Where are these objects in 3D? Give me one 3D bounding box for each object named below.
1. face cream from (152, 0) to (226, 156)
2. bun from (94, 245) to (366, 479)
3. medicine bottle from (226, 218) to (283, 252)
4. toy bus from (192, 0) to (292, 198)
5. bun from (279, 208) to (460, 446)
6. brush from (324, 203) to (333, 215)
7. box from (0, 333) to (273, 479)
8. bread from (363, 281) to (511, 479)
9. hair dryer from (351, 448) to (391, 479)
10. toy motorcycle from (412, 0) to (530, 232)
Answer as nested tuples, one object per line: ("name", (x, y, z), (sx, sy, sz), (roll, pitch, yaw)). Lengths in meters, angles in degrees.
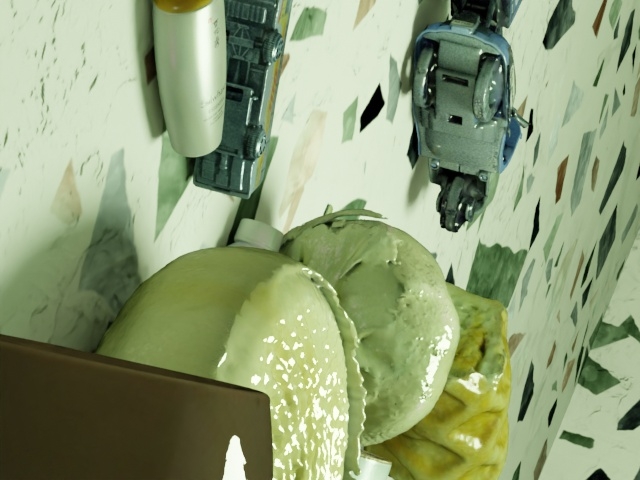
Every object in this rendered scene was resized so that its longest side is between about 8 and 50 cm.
("face cream", (-0.104, -0.150, 1.414), (0.072, 0.051, 0.182), (-51, 152, -42))
("bun", (-0.107, 0.180, 1.462), (0.364, 0.202, 0.364), (8, 90, -69))
("medicine bottle", (-0.071, 0.027, 1.678), (0.052, 0.052, 0.089), (52, 57, -69))
("toy bus", (-0.065, -0.134, 1.530), (0.075, 0.064, 0.191), (-45, 148, -67))
("bun", (0.017, 0.084, 1.713), (0.141, 0.239, 0.239), (7, 99, -64))
("brush", (0.000, 0.000, 1.936), (0.016, 0.013, 0.084), (61, 47, -64))
("box", (-0.173, 0.177, 1.148), (0.301, 0.301, 0.216), (25, 75, -72))
("bread", (0.141, 0.181, 2.209), (0.239, 0.196, 0.252), (-88, 173, -50))
("hair dryer", (0.031, 0.340, 2.234), (0.357, 0.107, 0.173), (29, 81, -78))
("toy motorcycle", (0.192, -0.177, 2.172), (0.359, 0.125, 0.213), (87, 24, -49))
